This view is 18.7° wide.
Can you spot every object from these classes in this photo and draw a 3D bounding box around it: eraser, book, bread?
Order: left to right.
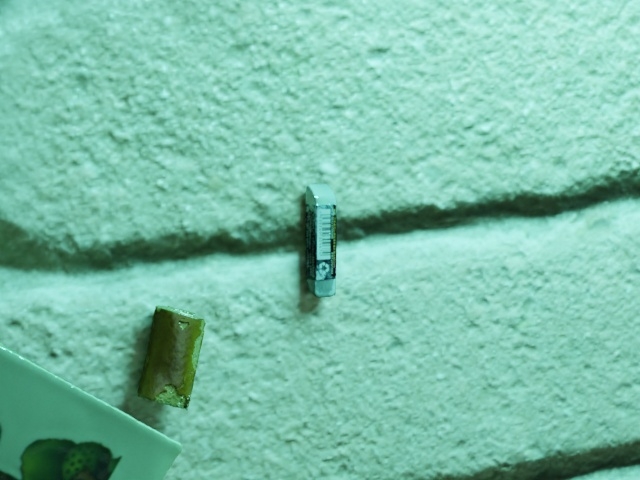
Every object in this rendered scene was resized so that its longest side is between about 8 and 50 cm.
[{"bbox_3d":[-0.321,0.188,1.550,0.371,0.043,0.260,33,88,-26],"label":"book"},{"bbox_3d":[-0.127,0.099,1.658,0.047,0.036,0.083,12,91,-16],"label":"bread"},{"bbox_3d":[0.000,0.000,1.715,0.027,0.019,0.099,-4,97,-38],"label":"eraser"}]
